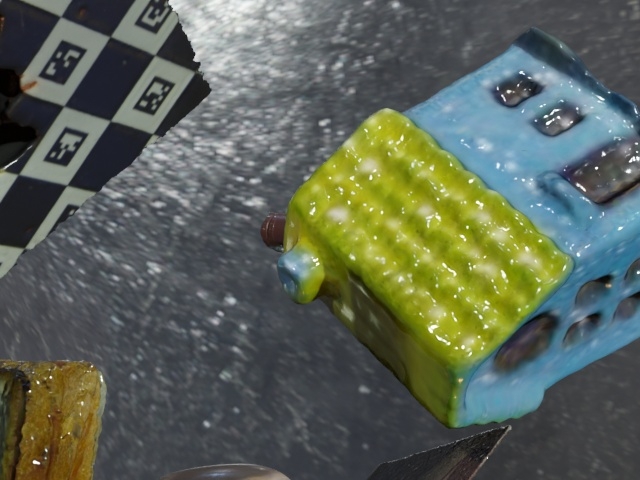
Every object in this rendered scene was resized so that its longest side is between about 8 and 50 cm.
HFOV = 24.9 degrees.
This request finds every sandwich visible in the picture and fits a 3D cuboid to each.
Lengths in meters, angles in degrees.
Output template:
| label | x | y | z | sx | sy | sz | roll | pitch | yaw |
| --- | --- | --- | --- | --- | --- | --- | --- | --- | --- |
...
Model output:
| label | x | y | z | sx | sy | sz | roll | pitch | yaw |
| --- | --- | --- | --- | --- | --- | --- | --- | --- | --- |
| sandwich | -0.316 | 0.208 | 1.261 | 0.095 | 0.273 | 0.249 | 6 | 92 | -51 |

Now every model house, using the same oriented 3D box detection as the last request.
| label | x | y | z | sx | sy | sz | roll | pitch | yaw |
| --- | --- | --- | --- | --- | --- | --- | --- | --- | --- |
| model house | 0.128 | 0.006 | 1.222 | 0.303 | 0.237 | 0.216 | -31 | 146 | -23 |

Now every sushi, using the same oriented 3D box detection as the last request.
| label | x | y | z | sx | sy | sz | roll | pitch | yaw |
| --- | --- | --- | --- | --- | --- | --- | --- | --- | --- |
| sushi | -0.201 | -0.087 | 0.815 | 0.264 | 0.290 | 0.050 | -44 | 65 | -13 |

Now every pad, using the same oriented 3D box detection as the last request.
| label | x | y | z | sx | sy | sz | roll | pitch | yaw |
| --- | --- | --- | --- | --- | --- | --- | --- | --- | --- |
| pad | 0.015 | 0.282 | 1.229 | 0.004 | 0.220 | 0.330 | 50 | 55 | -7 |

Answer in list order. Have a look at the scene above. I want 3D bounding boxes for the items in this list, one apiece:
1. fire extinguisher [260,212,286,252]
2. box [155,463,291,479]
| label | x | y | z | sx | sy | sz | roll | pitch | yaw |
| --- | --- | --- | --- | --- | --- | --- | --- | --- | --- |
| fire extinguisher | 0.000 | 0.000 | 1.717 | 0.045 | 0.157 | 0.078 | 26 | 73 | -52 |
| box | -0.103 | 0.305 | 1.541 | 0.200 | 0.088 | 0.146 | -11 | 123 | 24 |
